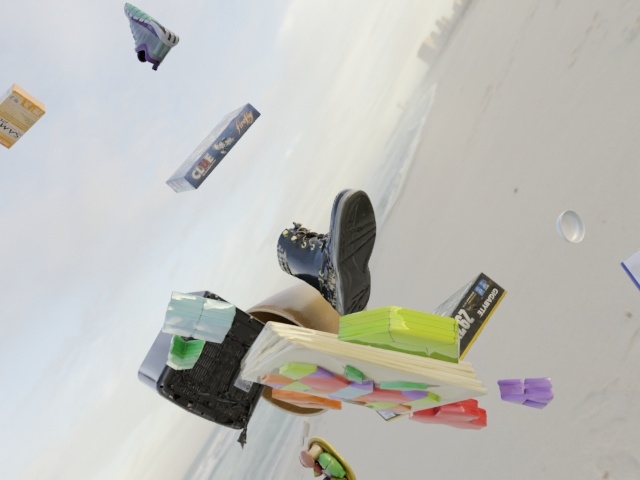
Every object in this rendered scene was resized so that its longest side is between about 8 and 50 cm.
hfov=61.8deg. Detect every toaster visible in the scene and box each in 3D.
[{"bbox_3d":[-0.164,0.189,0.818,0.110,0.168,0.185,-4,55,54],"label":"toaster"}]

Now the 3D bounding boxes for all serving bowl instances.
[{"bbox_3d":[0.610,-0.032,1.316,0.083,0.083,0.027,-58,15,-23],"label":"serving bowl"}]

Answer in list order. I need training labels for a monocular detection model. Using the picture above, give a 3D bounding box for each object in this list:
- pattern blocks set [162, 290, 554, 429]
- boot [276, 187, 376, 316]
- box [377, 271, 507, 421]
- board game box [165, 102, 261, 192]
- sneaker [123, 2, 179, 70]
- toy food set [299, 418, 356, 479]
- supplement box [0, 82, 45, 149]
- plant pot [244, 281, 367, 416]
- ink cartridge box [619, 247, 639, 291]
[{"bbox_3d":[0.028,0.116,0.454,0.285,0.325,0.026,107,172,-62],"label":"pattern blocks set"},{"bbox_3d":[-0.001,0.002,0.873,0.085,0.179,0.236,-29,-47,-33],"label":"boot"},{"bbox_3d":[0.256,0.241,1.199,0.322,0.079,0.257,-46,-10,-28],"label":"box"},{"bbox_3d":[-0.261,-0.220,1.292,0.243,0.042,0.165,-54,25,-18],"label":"board game box"},{"bbox_3d":[-0.411,-0.469,1.226,0.083,0.224,0.098,22,-73,-49],"label":"sneaker"},{"bbox_3d":[-0.004,0.600,1.422,0.071,0.218,0.128,-25,-36,-41],"label":"toy food set"},{"bbox_3d":[-0.541,-0.217,0.938,0.098,0.062,0.036,-41,44,8],"label":"supplement box"},{"bbox_3d":[-0.011,0.173,1.071,0.254,0.237,0.237,-41,-14,-49],"label":"plant pot"},{"bbox_3d":[0.625,0.044,0.726,0.307,0.072,0.303,-52,29,32],"label":"ink cartridge box"}]
